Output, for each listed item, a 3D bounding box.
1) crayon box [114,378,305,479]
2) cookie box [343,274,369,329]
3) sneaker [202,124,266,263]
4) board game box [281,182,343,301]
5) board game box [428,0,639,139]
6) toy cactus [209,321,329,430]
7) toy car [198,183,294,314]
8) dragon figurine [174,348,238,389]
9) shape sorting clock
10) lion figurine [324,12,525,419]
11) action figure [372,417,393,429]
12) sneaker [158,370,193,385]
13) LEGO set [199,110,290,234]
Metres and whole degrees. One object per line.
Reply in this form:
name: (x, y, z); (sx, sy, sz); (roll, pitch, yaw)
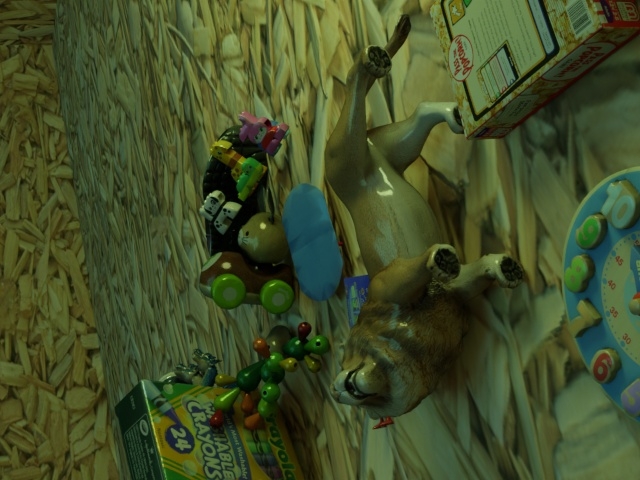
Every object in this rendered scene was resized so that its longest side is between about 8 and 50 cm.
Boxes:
crayon box: (-0.144, 0.335, 1.251); (0.083, 0.323, 0.203); (-44, 51, 26)
cookie box: (0.073, 0.086, 0.982); (0.107, 0.040, 0.091); (166, 97, -65)
sneaker: (-0.167, -0.080, 1.401); (0.124, 0.107, 0.283); (-121, 35, -54)
board game box: (0.000, 0.000, 1.137); (0.133, 0.033, 0.168); (-34, 70, 57)
board game box: (0.175, -0.194, 0.696); (0.193, 0.045, 0.146); (140, 120, -61)
toy cactus: (-0.081, 0.186, 1.228); (0.219, 0.112, 0.180); (-45, 14, 20)
toy car: (-0.106, 0.005, 1.257); (0.155, 0.149, 0.188); (-153, 71, -73)
dragon figurine: (-0.165, 0.316, 1.464); (0.289, 0.144, 0.085); (36, 124, 10)
shape sorting clock: (0.248, 0.047, 0.596); (0.206, 0.040, 0.206); (175, 90, -65)
lion figurine: (0.076, -0.016, 0.858); (0.240, 0.142, 0.392); (139, 128, -58)
action figure: (0.065, 0.185, 1.040); (0.038, 0.030, 0.115); (125, 136, -62)
sneaker: (-0.215, 0.355, 1.531); (0.226, 0.086, 0.163); (53, 171, -28)
LEGO set: (-0.129, -0.129, 1.248); (0.227, 0.093, 0.087); (-55, 3, 36)
